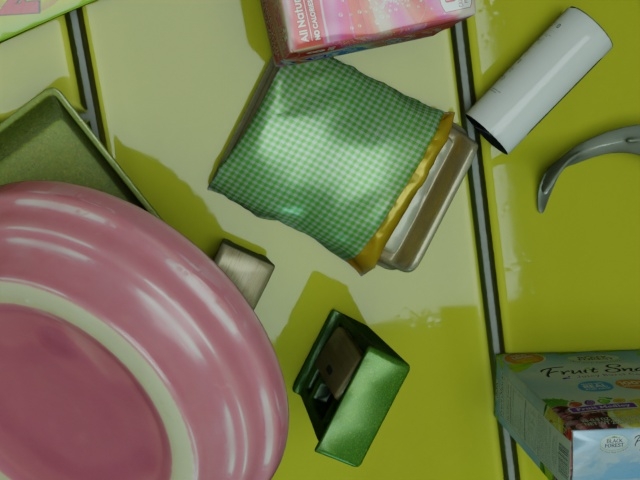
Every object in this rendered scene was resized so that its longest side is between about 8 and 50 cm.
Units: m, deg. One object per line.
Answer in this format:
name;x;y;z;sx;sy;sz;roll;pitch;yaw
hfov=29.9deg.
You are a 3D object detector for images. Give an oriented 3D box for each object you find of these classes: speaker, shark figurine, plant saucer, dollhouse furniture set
speaker;0.193;-0.141;1.067;0.055;0.055;0.136;44;91;-14
shark figurine;0.336;-0.059;1.078;0.278;0.116;0.166;21;95;-14
plant saucer;-0.189;0.115;0.947;0.332;0.084;0.332;14;126;20
plant saucer;-0.229;-0.009;1.013;0.188;0.045;0.188;-33;104;16
dollhouse furniture set;0.000;0.000;1.014;0.198;0.151;0.301;25;95;-12

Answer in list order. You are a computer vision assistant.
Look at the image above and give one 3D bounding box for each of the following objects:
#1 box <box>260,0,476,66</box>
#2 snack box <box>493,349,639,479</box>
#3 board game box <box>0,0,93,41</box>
box;0.008;-0.301;0.948;0.154;0.142;0.299;-12;95;-6
snack box;0.264;0.156;1.055;0.175;0.207;0.070;-1;101;-10
board game box;-0.211;-0.238;0.992;0.181;0.043;0.092;-24;103;-4
